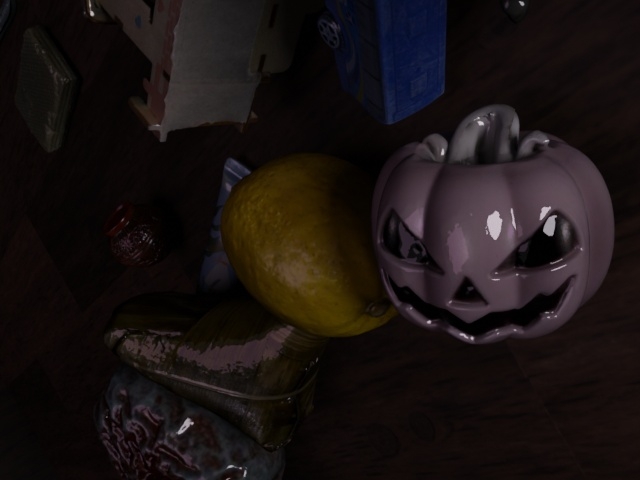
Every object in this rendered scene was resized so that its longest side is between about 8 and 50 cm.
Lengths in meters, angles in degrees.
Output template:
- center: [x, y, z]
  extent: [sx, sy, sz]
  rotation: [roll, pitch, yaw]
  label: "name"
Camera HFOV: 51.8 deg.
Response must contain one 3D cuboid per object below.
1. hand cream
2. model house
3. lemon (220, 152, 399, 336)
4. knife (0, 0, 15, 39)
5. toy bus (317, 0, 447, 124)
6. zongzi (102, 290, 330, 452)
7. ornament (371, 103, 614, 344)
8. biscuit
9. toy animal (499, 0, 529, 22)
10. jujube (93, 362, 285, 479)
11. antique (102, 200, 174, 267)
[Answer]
- center: [-0.119, 0.009, 0.872]
  extent: [0.088, 0.055, 0.256]
  rotation: [38, 130, 16]
  label: "hand cream"
- center: [-0.119, -0.294, 0.608]
  extent: [0.244, 0.169, 0.326]
  rotation: [46, 135, 29]
  label: "model house"
- center: [0.000, 0.000, 0.638]
  extent: [0.207, 0.170, 0.170]
  rotation: [44, 138, 27]
  label: "lemon"
- center: [-0.557, -0.367, 1.140]
  extent: [0.210, 0.015, 0.028]
  rotation: [-19, 92, 50]
  label: "knife"
- center: [0.048, -0.193, 0.473]
  extent: [0.094, 0.079, 0.236]
  rotation: [44, 164, 28]
  label: "toy bus"
- center: [-0.113, 0.096, 0.812]
  extent: [0.286, 0.134, 0.288]
  rotation: [25, 128, 2]
  label: "zongzi"
- center: [0.123, -0.015, 0.492]
  extent: [0.178, 0.178, 0.177]
  rotation: [26, 129, 36]
  label: "ornament"
- center: [-0.456, -0.245, 1.085]
  extent: [0.121, 0.041, 0.199]
  rotation: [56, 142, 9]
  label: "biscuit"
- center: [0.158, -0.209, 0.341]
  extent: [0.148, 0.085, 0.232]
  rotation: [-20, 71, 34]
  label: "toy animal"
- center: [-0.201, 0.307, 1.005]
  extent: [0.317, 0.226, 0.226]
  rotation: [38, 136, 20]
  label: "jujube"
- center: [-0.266, -0.007, 0.978]
  extent: [0.104, 0.104, 0.104]
  rotation: [26, 129, 36]
  label: "antique"
